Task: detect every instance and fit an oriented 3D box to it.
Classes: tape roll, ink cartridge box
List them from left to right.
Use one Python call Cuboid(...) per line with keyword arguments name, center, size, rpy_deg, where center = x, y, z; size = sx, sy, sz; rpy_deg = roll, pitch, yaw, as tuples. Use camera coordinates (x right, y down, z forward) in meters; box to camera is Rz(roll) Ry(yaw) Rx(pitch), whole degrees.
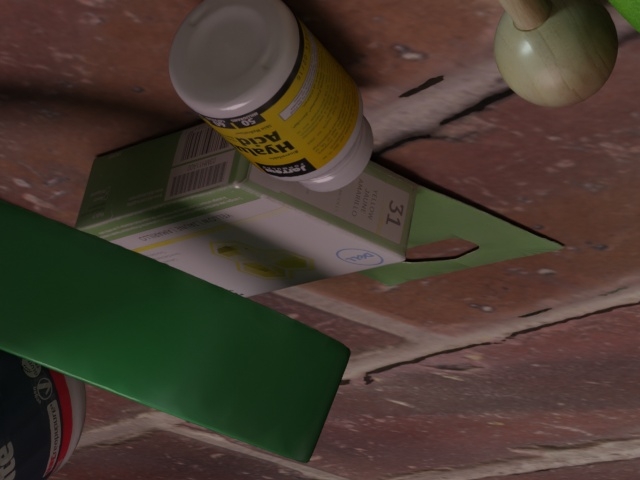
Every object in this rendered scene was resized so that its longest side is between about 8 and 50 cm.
Cuboid(name="tape roll", center=(-0.142, 0.043, 1.130), size=(0.321, 0.077, 0.321), rpy_deg=(21, 175, 2))
Cuboid(name="ink cartridge box", center=(0.000, 0.000, 1.096), size=(0.235, 0.056, 0.171), rpy_deg=(25, 157, -32))

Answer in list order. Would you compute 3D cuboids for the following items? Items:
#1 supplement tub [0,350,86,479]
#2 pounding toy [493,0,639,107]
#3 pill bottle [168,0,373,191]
Cuboid(name="supplement tub", center=(-0.307, 0.142, 1.283), size=(0.191, 0.272, 0.191), rpy_deg=(15, 122, 25))
Cuboid(name="pounding toy", center=(0.153, -0.076, 0.696), size=(0.237, 0.110, 0.183), rpy_deg=(0, 159, 27))
Cuboid(name="pill bottle", center=(-0.018, -0.067, 0.889), size=(0.065, 0.065, 0.116), rpy_deg=(1, 160, 27))
